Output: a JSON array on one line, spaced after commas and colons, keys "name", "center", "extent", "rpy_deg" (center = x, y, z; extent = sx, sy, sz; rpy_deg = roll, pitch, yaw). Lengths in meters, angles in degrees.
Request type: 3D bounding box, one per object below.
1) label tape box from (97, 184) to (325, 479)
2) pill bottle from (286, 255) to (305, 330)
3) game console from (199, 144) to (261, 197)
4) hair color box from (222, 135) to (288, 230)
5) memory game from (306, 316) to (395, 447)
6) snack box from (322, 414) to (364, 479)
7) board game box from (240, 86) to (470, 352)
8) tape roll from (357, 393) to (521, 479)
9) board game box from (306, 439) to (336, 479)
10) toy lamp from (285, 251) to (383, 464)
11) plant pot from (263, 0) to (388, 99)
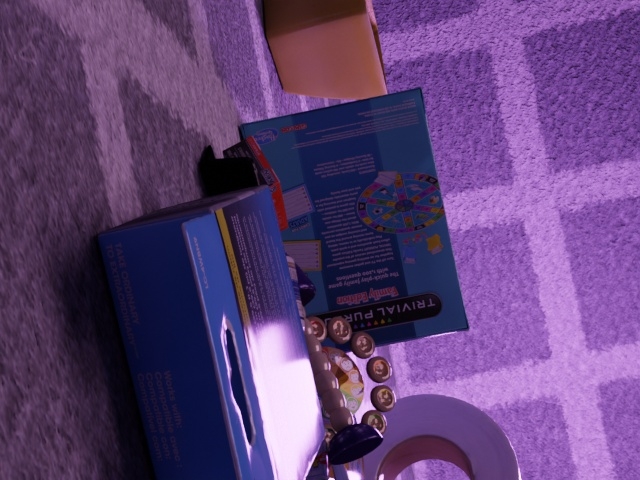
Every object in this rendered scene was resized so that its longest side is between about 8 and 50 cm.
[{"name": "label tape box", "center": [-0.090, 0.096, 1.011], "extent": [0.348, 0.115, 0.249], "rpy_deg": [-40, 118, -79]}, {"name": "pill bottle", "center": [-0.055, 0.083, 1.496], "extent": [0.067, 0.067, 0.120], "rpy_deg": [55, 24, -73]}, {"name": "game console", "center": [-0.090, -0.045, 1.429], "extent": [0.071, 0.107, 0.122], "rpy_deg": [-39, 120, -50]}, {"name": "hair color box", "center": [-0.077, -0.060, 1.504], "extent": [0.072, 0.043, 0.141], "rpy_deg": [59, -8, 19]}, {"name": "memory game", "center": [0.018, 0.183, 1.609], "extent": [0.012, 0.186, 0.186], "rpy_deg": [-36, -123, 53]}, {"name": "snack box", "center": [0.014, 0.291, 1.712], "extent": [0.207, 0.070, 0.174], "rpy_deg": [-93, 170, -57]}, {"name": "board game box", "center": [0.047, -0.018, 1.722], "extent": [0.079, 0.254, 0.336], "rpy_deg": [38, 41, -84]}, {"name": "tape roll", "center": [0.165, 0.380, 1.895], "extent": [0.100, 0.286, 0.286], "rpy_deg": [69, 12, -58]}, {"name": "board game box", "center": [-0.006, 0.345, 1.492], "extent": [0.194, 0.060, 0.194], "rpy_deg": [-17, 95, -83]}, {"name": "toy lamp", "center": [-0.011, 0.137, 1.544], "extent": [0.274, 0.080, 0.080], "rpy_deg": [63, 0, 24]}, {"name": "plant pot", "center": [0.004, -0.381, 2.266], "extent": [0.212, 0.187, 0.212], "rpy_deg": [72, 10, -46]}]
